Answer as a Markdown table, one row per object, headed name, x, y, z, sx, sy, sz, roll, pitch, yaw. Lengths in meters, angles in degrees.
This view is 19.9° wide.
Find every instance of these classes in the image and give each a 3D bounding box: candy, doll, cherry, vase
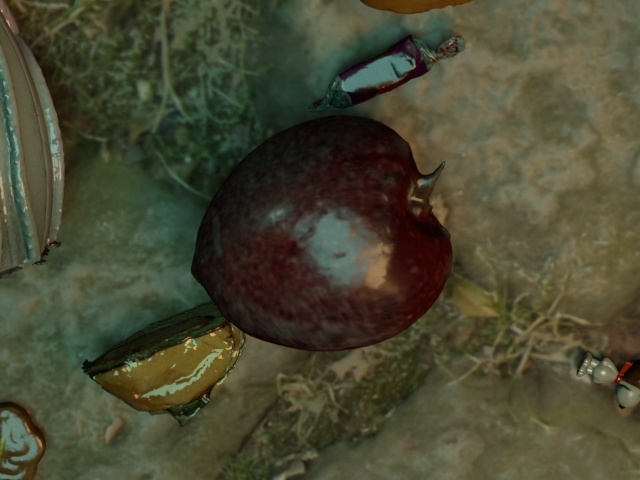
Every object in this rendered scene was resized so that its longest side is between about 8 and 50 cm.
| name | x | y | z | sx | sy | sz | roll | pitch | yaw |
| --- | --- | --- | --- | --- | --- | --- | --- | --- | --- |
| candy | 0.064 | -0.171 | 1.847 | 0.175 | 0.045 | 0.043 | -25 | 88 | 8 |
| doll | 0.316 | 0.142 | 1.932 | 0.085 | 0.040 | 0.058 | 40 | 114 | -9 |
| cherry | 0.000 | 0.000 | 1.821 | 0.300 | 0.203 | 0.230 | -18 | 107 | 22 |
| vase | -0.395 | -0.185 | 1.772 | 0.250 | 0.250 | 0.445 | -8 | 102 | 4 |

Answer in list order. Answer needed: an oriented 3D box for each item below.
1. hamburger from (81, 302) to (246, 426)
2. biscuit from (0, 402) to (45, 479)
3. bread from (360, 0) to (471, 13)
| name | x | y | z | sx | sy | sz | roll | pitch | yaw |
| --- | --- | --- | --- | --- | --- | --- | --- | --- | --- |
| hamburger | -0.154 | 0.136 | 1.929 | 0.176 | 0.087 | 0.102 | -23 | 116 | 1 |
| biscuit | -0.400 | 0.313 | 2.003 | 0.186 | 0.044 | 0.295 | 6 | 105 | 3 |
| bread | 0.091 | -0.375 | 1.726 | 0.312 | 0.172 | 0.312 | -1 | 108 | -2 |
